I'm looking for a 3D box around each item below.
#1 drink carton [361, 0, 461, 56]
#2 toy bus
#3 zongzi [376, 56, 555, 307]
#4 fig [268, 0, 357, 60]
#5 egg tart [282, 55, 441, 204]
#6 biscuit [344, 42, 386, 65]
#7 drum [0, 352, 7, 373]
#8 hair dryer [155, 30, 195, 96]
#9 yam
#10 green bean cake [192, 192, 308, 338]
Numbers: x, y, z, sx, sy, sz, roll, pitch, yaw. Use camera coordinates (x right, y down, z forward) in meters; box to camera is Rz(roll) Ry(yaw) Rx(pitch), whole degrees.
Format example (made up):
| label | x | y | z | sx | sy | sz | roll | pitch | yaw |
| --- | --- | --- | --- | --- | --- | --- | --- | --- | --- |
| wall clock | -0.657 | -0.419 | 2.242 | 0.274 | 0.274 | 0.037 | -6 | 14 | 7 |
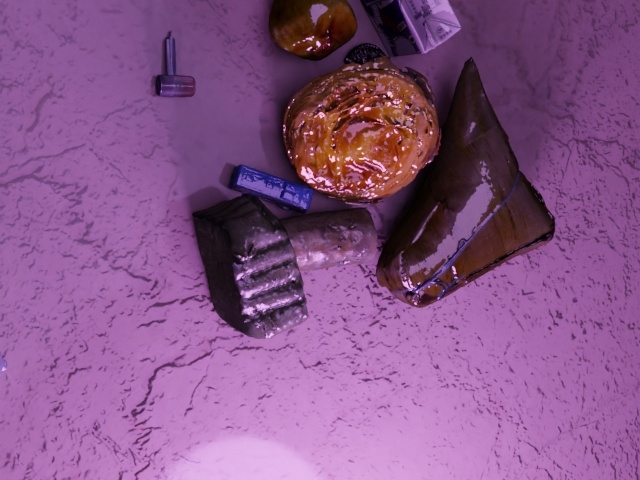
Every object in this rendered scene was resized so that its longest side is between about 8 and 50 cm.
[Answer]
| label | x | y | z | sx | sy | sz | roll | pitch | yaw |
| --- | --- | --- | --- | --- | --- | --- | --- | --- | --- |
| drink carton | 0.146 | -0.454 | 1.714 | 0.102 | 0.134 | 0.222 | -38 | 111 | -18 |
| toy bus | -0.087 | -0.092 | 1.692 | 0.153 | 0.061 | 0.051 | 19 | 84 | -14 |
| zongzi | 0.224 | -0.093 | 1.777 | 0.356 | 0.174 | 0.393 | -31 | 108 | -14 |
| fig | -0.014 | -0.404 | 1.654 | 0.154 | 0.144 | 0.166 | -4 | 91 | 13 |
| egg tart | 0.074 | -0.207 | 1.714 | 0.297 | 0.132 | 0.297 | -4 | 115 | -8 |
| biscuit | 0.088 | -0.326 | 1.763 | 0.089 | 0.027 | 0.087 | -1 | 96 | -25 |
| drum | -0.558 | 0.136 | 1.519 | 0.130 | 0.049 | 0.253 | 14 | 91 | -25 |
| hair dryer | -0.251 | -0.304 | 1.612 | 0.063 | 0.037 | 0.114 | -3 | 91 | -26 |
| yam | 0.000 | 0.000 | 1.724 | 0.194 | 0.107 | 0.107 | -8 | 100 | -23 |
| green bean cake | -0.124 | 0.041 | 1.609 | 0.125 | 0.222 | 0.227 | -24 | 110 | -19 |
